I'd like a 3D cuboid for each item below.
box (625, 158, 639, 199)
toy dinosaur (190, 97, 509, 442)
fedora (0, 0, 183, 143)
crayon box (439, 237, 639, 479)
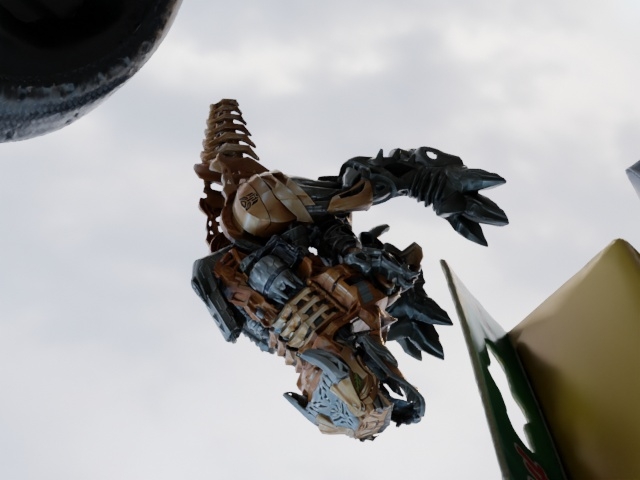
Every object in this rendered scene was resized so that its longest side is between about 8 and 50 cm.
[{"bbox_3d":[0.340,0.042,1.013,0.270,0.143,0.165,57,180,-22],"label":"box"},{"bbox_3d":[0.000,0.000,1.092,0.218,0.164,0.322,-3,-117,-31],"label":"toy dinosaur"},{"bbox_3d":[-0.222,-0.220,0.890,0.152,0.334,0.334,14,-166,42],"label":"fedora"},{"bbox_3d":[0.192,0.129,0.681,0.318,0.081,0.202,43,-165,-20],"label":"crayon box"}]
